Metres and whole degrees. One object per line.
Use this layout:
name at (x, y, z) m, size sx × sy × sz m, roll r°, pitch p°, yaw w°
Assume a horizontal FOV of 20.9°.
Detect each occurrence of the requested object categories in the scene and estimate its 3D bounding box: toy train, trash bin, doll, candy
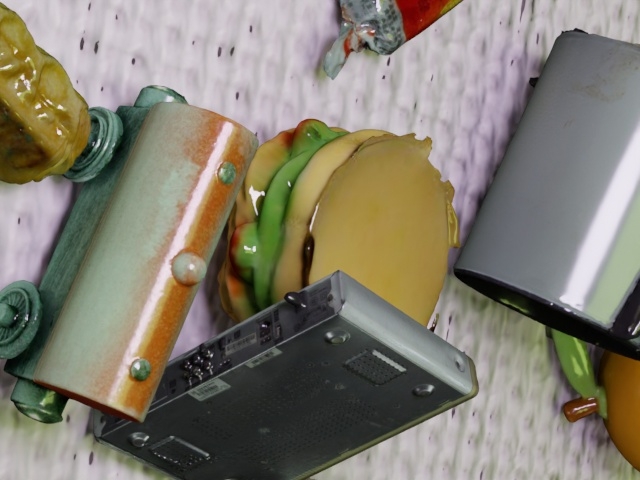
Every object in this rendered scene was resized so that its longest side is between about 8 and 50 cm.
toy train at (-0.149, 0.012, 1.348) m, size 0.116 × 0.177 × 0.285 m, roll 34°, pitch 74°, yaw -40°
trash bin at (0.277, -0.041, 1.691) m, size 0.217 × 0.277 × 0.262 m, roll 28°, pitch 85°, yaw -38°
doll at (0.362, 0.163, 1.861) m, size 0.236 × 0.213 × 0.213 m, roll -4°, pitch 101°, yaw 0°
candy at (0.090, -0.242, 1.617) m, size 0.292 × 0.059 × 0.086 m, roll -39°, pitch 124°, yaw -32°

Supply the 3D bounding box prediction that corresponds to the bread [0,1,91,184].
bread at (-0.269, -0.145, 1.275) m, size 0.269 × 0.087 × 0.098 m, roll 51°, pitch 61°, yaw -34°

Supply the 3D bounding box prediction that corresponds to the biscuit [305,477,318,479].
biscuit at (-0.028, 0.295, 1.574) m, size 0.082 × 0.070 × 0.168 m, roll 37°, pitch 73°, yaw -36°

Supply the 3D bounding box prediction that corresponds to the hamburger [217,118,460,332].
hamburger at (0.000, 0.000, 1.507) m, size 0.237 × 0.149 × 0.237 m, roll -16°, pitch 111°, yaw -49°

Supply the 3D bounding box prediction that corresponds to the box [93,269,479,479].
box at (-0.032, 0.131, 1.429) m, size 0.211 × 0.270 × 0.045 m, roll 35°, pitch 37°, yaw -42°
